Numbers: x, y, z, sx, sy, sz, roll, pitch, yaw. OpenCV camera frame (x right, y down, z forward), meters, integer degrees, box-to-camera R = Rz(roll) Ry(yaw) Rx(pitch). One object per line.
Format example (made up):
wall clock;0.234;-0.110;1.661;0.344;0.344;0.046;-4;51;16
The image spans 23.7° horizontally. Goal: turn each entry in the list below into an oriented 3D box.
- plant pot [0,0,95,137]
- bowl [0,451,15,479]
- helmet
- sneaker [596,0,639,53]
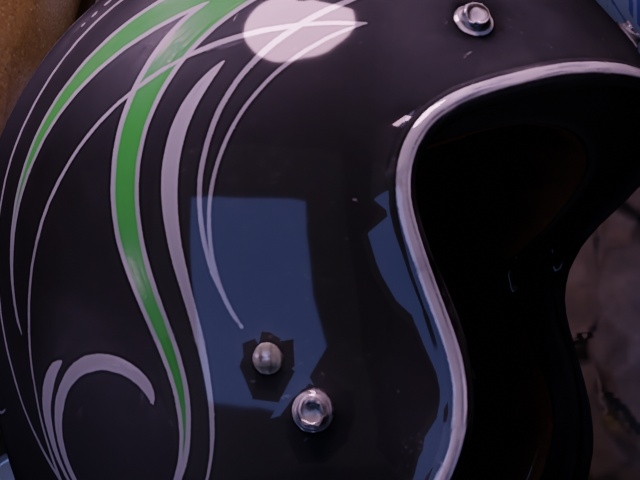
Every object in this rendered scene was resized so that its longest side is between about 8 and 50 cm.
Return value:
plant pot;-0.105;-0.022;0.503;0.032;0.236;0.236;14;96;-9
bowl;-0.016;0.201;0.449;0.297;0.134;0.298;-9;60;16
helmet;0.000;0.000;0.381;0.169;0.169;0.162;0;78;28
sneaker;0.101;-0.091;0.395;0.131;0.112;0.296;-26;101;32
